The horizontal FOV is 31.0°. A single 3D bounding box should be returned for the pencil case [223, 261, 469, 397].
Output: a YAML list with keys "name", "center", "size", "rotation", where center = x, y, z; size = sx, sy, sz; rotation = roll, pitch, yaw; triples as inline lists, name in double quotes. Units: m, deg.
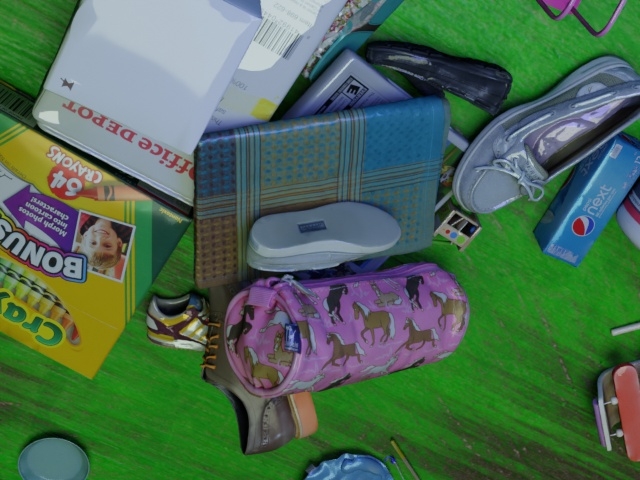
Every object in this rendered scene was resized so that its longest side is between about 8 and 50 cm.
- name: "pencil case"
  center: [0.047, 0.124, 1.697]
  size: [0.386, 0.160, 0.167]
  rotation: [-5, 151, -43]

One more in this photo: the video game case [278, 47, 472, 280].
- name: "video game case"
  center: [0.035, -0.084, 1.709]
  size: [0.300, 0.036, 0.329]
  rotation: [32, 111, -34]

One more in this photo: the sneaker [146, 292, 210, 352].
- name: "sneaker"
  center: [-0.182, 0.128, 1.820]
  size: [0.186, 0.069, 0.083]
  rotation: [2, 123, -7]

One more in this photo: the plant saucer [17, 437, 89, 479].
- name: "plant saucer"
  center: [-0.451, 0.377, 1.958]
  size: [0.119, 0.021, 0.119]
  rotation: [-2, 118, -3]

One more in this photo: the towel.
- name: "towel"
  center: [-0.001, -0.068, 1.629]
  size: [0.370, 0.040, 0.271]
  rotation: [-10, 131, -18]

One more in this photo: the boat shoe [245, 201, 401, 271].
- name: "boat shoe"
  center: [0.000, 0.001, 1.619]
  size: [0.228, 0.079, 0.081]
  rotation: [-5, 149, -24]

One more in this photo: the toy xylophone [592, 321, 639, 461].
- name: "toy xylophone"
  center: [0.601, 0.232, 1.938]
  size: [0.323, 0.081, 0.236]
  rotation: [-22, 118, 7]

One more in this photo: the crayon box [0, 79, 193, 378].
- name: "crayon box"
  center: [-0.410, -0.016, 1.675]
  size: [0.363, 0.106, 0.313]
  rotation: [30, 111, -10]

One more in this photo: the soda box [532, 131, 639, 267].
- name: "soda box"
  center: [0.412, -0.068, 1.764]
  size: [0.067, 0.071, 0.210]
  rotation: [23, 114, -15]

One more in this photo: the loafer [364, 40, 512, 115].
- name: "loafer"
  center: [0.166, -0.231, 1.651]
  size: [0.223, 0.076, 0.078]
  rotation: [12, 108, -15]

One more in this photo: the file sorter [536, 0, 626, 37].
- name: "file sorter"
  center: [0.272, -0.415, 1.501]
  size: [0.291, 0.182, 0.202]
  rotation: [19, 115, -15]

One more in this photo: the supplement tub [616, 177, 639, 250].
- name: "supplement tub"
  center: [0.587, -0.085, 1.702]
  size: [0.191, 0.191, 0.272]
  rotation: [26, 113, -18]

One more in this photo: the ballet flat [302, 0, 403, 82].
- name: "ballet flat"
  center: [0.048, -0.318, 1.591]
  size: [0.241, 0.091, 0.077]
  rotation: [-41, 72, 34]

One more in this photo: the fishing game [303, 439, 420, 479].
- name: "fishing game"
  center: [0.042, 0.450, 2.033]
  size: [0.264, 0.041, 0.189]
  rotation: [-35, 116, 5]

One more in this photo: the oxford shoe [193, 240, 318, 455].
- name: "oxford shoe"
  center: [-0.127, 0.151, 1.744]
  size: [0.133, 0.130, 0.363]
  rotation: [-24, 93, -19]

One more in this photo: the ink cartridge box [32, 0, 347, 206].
- name: "ink cartridge box"
  center: [-0.174, -0.278, 1.548]
  size: [0.279, 0.160, 0.384]
  rotation: [28, 112, -19]

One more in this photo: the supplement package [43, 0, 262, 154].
- name: "supplement package"
  center: [-0.181, -0.255, 1.302]
  size: [0.175, 0.293, 0.177]
  rotation: [25, 113, -16]

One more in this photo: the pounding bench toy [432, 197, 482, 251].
- name: "pounding bench toy"
  center: [0.200, -0.013, 1.786]
  size: [0.065, 0.052, 0.083]
  rotation: [31, 112, -20]

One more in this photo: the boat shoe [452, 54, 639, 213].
- name: "boat shoe"
  center: [0.336, -0.143, 1.682]
  size: [0.320, 0.103, 0.118]
  rotation: [-34, 125, 6]
